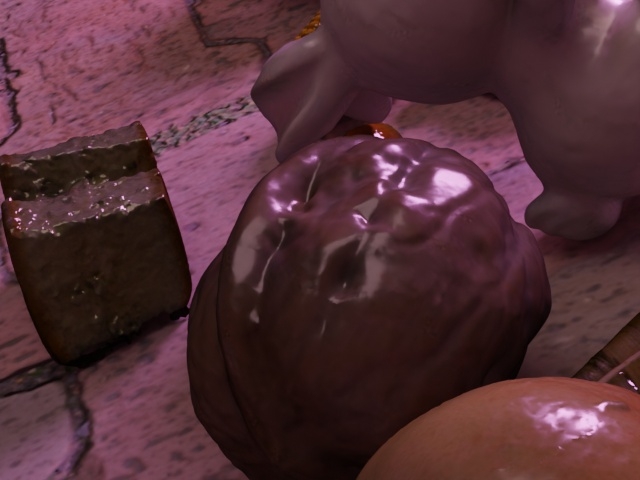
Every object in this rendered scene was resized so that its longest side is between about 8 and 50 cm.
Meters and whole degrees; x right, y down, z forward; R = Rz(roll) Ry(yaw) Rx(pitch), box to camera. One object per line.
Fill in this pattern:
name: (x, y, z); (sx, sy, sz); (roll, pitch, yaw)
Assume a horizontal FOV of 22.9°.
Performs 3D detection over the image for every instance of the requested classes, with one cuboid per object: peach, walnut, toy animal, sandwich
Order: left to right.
sandwich: (-0.180, -0.021, 1.231); (0.122, 0.128, 0.235); (-17, 30, -7)
walnut: (0.023, 0.047, 0.925); (0.224, 0.224, 0.224); (-16, 31, 10)
toy animal: (0.117, -0.135, 1.087); (0.310, 0.247, 0.183); (17, 34, 7)
peach: (0.116, 0.161, 0.677); (0.232, 0.232, 0.232); (-16, 31, 10)

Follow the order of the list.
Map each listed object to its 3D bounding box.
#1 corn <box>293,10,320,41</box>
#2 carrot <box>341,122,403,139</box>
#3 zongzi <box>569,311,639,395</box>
corn: (0.067, -0.207, 1.394); (0.106, 0.106, 0.293); (12, 43, 43)
carrot: (0.000, 0.000, 1.155); (0.062, 0.066, 0.271); (-49, 6, 48)
zongzi: (0.152, 0.092, 0.874); (0.205, 0.094, 0.204); (-23, 26, -1)
